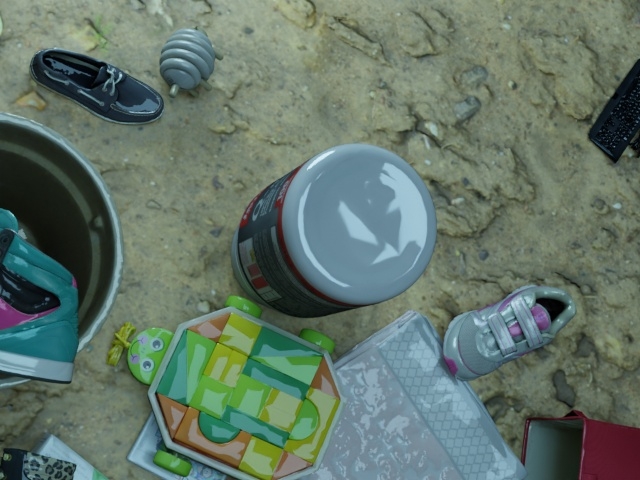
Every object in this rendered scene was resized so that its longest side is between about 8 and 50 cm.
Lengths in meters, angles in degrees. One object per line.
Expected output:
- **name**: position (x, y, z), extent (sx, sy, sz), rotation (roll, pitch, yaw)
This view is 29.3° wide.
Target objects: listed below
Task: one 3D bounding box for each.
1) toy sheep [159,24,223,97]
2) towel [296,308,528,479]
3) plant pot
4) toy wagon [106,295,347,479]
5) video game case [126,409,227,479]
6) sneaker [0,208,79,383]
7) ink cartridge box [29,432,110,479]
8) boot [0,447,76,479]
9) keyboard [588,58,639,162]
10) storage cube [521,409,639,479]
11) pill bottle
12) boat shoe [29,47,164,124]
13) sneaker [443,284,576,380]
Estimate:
- **toy sheep**: position (-0.198, -0.265, 1.827), extent (0.091, 0.091, 0.132), rotation (23, 57, -14)
- **towel**: position (0.117, 0.319, 1.861), extent (0.317, 0.053, 0.332), rotation (-34, 92, -20)
- **plant pot**: position (-0.445, 0.030, 1.579), extent (0.333, 0.305, 0.334), rotation (3, 81, -19)
- **toy wagon**: position (-0.142, 0.214, 1.747), extent (0.344, 0.068, 0.267), rotation (25, 74, -4)
- **video game case**: position (-0.183, 0.281, 1.781), extent (0.143, 0.019, 0.157), rotation (31, 73, -12)
- **sneaker**: position (-0.400, 0.045, 1.361), extent (0.295, 0.124, 0.179), rotation (16, 82, -24)
- **ink cartridge box**: position (-0.379, 0.391, 1.659), extent (0.154, 0.093, 0.212), rotation (42, 73, -8)
- **boot**: position (-0.434, 0.350, 1.557), extent (0.236, 0.085, 0.179), rotation (15, 74, -18)
- **keyboard**: position (0.544, -0.221, 2.097), extent (0.100, 0.038, 0.192), rotation (39, 73, -10)
- **storage cube**: position (0.434, 0.379, 1.888), extent (0.193, 0.183, 0.215), rotation (13, 78, -17)
- **pill bottle**: position (0.000, 0.000, 1.704), extent (0.210, 0.363, 0.210), rotation (3, 81, -19)
- **boat shoe**: position (-0.323, -0.226, 1.788), extent (0.206, 0.065, 0.075), rotation (20, 76, -15)
- **sneaker**: position (0.297, 0.132, 1.903), extent (0.252, 0.111, 0.103), rotation (-31, 92, -30)
